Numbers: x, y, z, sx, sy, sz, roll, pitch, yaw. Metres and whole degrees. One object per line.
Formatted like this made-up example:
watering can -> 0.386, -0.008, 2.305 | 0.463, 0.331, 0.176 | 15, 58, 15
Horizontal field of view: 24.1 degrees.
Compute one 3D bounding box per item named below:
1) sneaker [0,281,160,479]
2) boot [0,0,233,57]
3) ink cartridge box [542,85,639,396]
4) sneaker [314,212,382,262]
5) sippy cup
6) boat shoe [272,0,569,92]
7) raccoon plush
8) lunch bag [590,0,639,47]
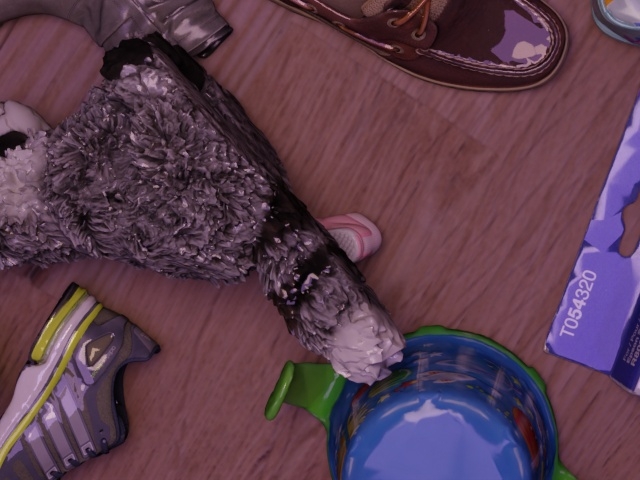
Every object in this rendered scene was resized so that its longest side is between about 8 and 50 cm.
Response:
sneaker -> -0.262, 0.199, 1.502 | 0.121, 0.111, 0.300 | 24, 98, -1
boot -> -0.223, -0.217, 1.490 | 0.246, 0.083, 0.161 | -21, 96, 8
ink cartridge box -> 0.423, 0.020, 1.439 | 0.330, 0.071, 0.324 | 19, 95, 3
sneaker -> 0.000, 0.000, 1.496 | 0.134, 0.070, 0.051 | 3, 103, 35
sippy cup -> 0.111, 0.208, 1.402 | 0.305, 0.224, 0.240 | -11, 91, 7
boat shoe -> 0.073, -0.233, 1.432 | 0.342, 0.123, 0.123 | 24, 95, 4
raccoon plush -> -0.171, 0.018, 1.380 | 0.299, 0.216, 0.446 | -41, 60, 10
lunch bag -> 0.403, -0.280, 1.404 | 0.279, 0.108, 0.224 | 9, 89, 4
